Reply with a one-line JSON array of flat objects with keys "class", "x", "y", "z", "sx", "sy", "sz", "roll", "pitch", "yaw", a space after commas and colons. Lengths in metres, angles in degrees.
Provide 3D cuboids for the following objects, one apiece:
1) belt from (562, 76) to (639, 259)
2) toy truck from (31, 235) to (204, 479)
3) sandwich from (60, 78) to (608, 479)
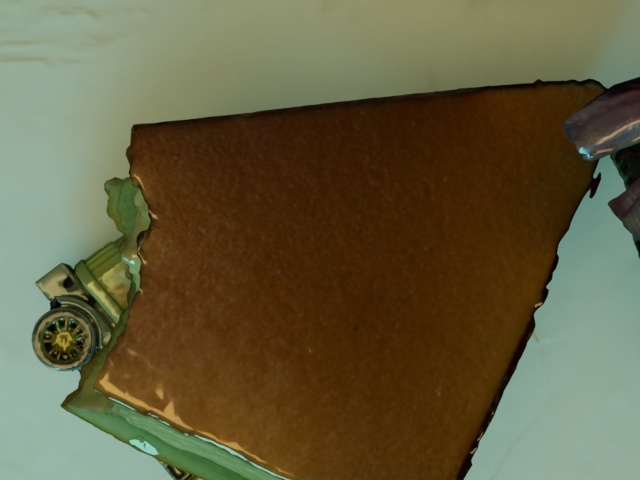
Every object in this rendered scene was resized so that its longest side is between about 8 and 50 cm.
[{"class": "belt", "x": 0.204, "y": 0.014, "z": 0.710, "sx": 0.160, "sy": 0.295, "sz": 0.207, "roll": -36, "pitch": 79, "yaw": 12}, {"class": "toy truck", "x": -0.054, "y": 0.065, "z": 0.858, "sx": 0.100, "sy": 0.077, "sz": 0.169, "roll": -40, "pitch": 88, "yaw": -4}, {"class": "sandwich", "x": 0.000, "y": 0.000, "z": 0.788, "sx": 0.186, "sy": 0.108, "sz": 0.220, "roll": 29, "pitch": 75, "yaw": -7}]
